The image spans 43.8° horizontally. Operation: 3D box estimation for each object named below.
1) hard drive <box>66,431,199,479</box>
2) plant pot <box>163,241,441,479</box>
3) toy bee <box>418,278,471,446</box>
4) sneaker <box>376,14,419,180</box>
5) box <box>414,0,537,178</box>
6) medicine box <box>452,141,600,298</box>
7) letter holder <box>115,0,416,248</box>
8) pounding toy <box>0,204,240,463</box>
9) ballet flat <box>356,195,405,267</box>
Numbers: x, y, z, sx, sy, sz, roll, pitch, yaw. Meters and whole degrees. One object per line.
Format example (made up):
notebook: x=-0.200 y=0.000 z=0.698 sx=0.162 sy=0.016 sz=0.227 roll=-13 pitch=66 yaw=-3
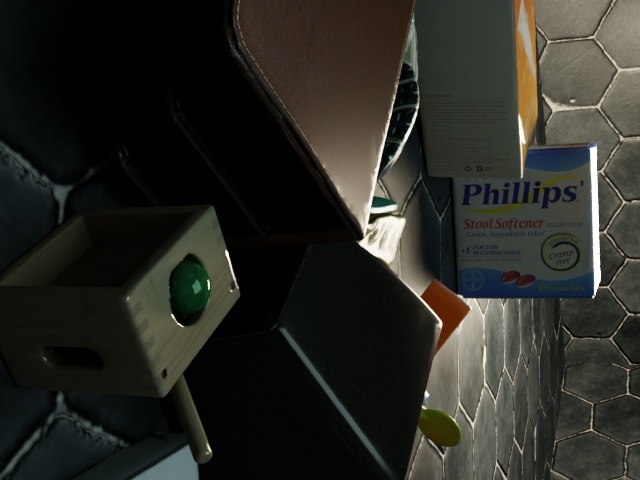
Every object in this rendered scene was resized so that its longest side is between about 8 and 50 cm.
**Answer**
hard drive: x=-0.146 y=0.337 z=0.533 sx=0.233 sy=0.047 sz=0.353 roll=-14 pitch=101 yaw=-67
plant pot: x=-0.029 y=0.090 z=0.668 sx=0.167 sy=0.188 sz=0.187 roll=58 pitch=37 yaw=-32
toy bee: x=0.041 y=0.175 z=0.885 sx=0.195 sy=0.298 sz=0.162 roll=59 pitch=-14 yaw=15
sneaker: x=0.090 y=-0.191 z=1.039 sx=0.122 sy=0.110 sz=0.283 roll=55 pitch=40 yaw=-58
box: x=0.265 y=-0.305 z=1.340 sx=0.215 sy=0.168 sz=0.345 roll=-62 pitch=148 yaw=-45
medicine box: x=0.407 y=-0.041 z=1.575 sx=0.149 sy=0.263 sz=0.289 roll=-25 pitch=112 yaw=-65
letter holder: x=-0.045 y=-0.177 z=0.599 sx=0.214 sy=0.152 sz=0.302 roll=56 pitch=39 yaw=-47
pounding toy: x=-0.115 y=0.052 z=0.497 sx=0.130 sy=0.141 sz=0.100 roll=-56 pitch=139 yaw=-53
ballet flat: x=0.000 y=0.000 z=0.823 sx=0.348 sy=0.123 sz=0.123 roll=3 pitch=86 yaw=-67
